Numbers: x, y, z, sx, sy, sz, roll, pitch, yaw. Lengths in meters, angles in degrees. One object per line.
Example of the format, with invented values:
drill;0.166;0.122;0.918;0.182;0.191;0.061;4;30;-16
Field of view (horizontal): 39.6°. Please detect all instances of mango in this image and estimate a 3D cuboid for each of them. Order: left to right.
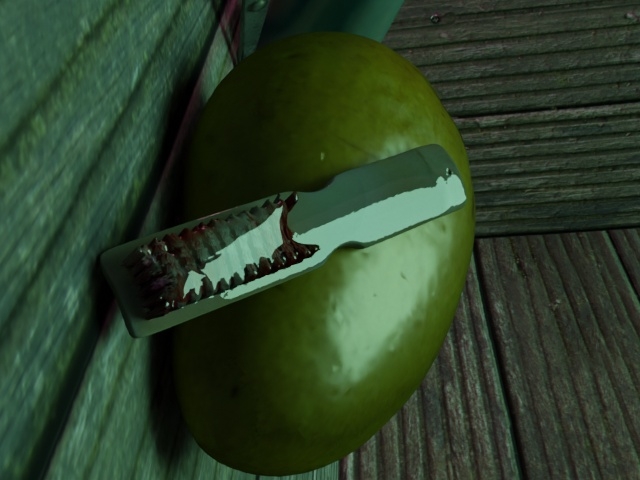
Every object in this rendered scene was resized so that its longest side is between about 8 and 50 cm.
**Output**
mango;0.000;0.000;0.775;0.301;0.220;0.445;50;38;-25

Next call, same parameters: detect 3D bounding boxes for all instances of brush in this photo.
brush;0.001;-0.015;0.623;0.050;0.321;0.060;-29;-96;50

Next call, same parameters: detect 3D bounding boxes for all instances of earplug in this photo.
earplug;0.032;-0.318;1.074;0.324;0.184;0.185;126;-33;-58

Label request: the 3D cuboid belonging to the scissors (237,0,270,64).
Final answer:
scissors;-0.064;-0.272;0.960;0.029;0.191;0.360;65;-18;16
